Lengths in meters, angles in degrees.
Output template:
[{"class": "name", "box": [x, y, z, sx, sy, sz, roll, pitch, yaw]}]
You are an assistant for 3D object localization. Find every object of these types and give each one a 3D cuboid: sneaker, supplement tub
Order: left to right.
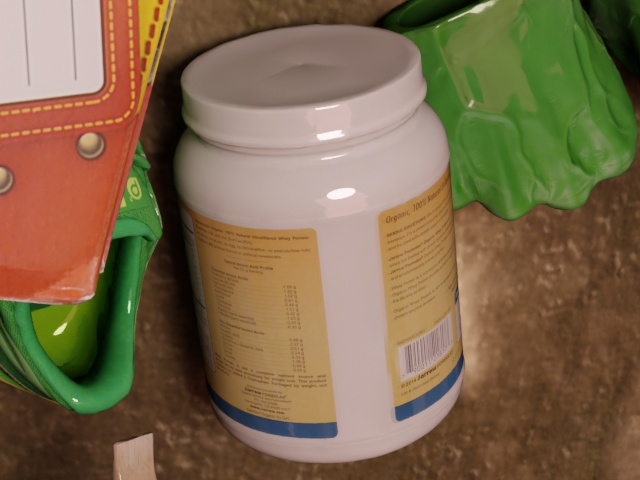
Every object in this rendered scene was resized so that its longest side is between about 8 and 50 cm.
[{"class": "sneaker", "box": [-0.120, -0.050, 0.737, 0.109, 0.123, 0.295, -20, 122, -32]}, {"class": "supplement tub", "box": [0.000, 0.000, 0.814, 0.144, 0.144, 0.200, -17, 118, -21]}]

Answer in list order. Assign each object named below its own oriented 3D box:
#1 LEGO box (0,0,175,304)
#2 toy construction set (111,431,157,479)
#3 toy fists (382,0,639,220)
[{"class": "LEGO box", "box": [-0.149, -0.286, 0.474, 0.193, 0.372, 0.500, 8, 107, -30]}, {"class": "toy construction set", "box": [-0.225, 0.119, 0.696, 0.309, 0.257, 0.237, -3, 104, -22]}, {"class": "toy fists", "box": [0.167, -0.115, 0.885, 0.279, 0.096, 0.142, -29, 112, -12]}]
